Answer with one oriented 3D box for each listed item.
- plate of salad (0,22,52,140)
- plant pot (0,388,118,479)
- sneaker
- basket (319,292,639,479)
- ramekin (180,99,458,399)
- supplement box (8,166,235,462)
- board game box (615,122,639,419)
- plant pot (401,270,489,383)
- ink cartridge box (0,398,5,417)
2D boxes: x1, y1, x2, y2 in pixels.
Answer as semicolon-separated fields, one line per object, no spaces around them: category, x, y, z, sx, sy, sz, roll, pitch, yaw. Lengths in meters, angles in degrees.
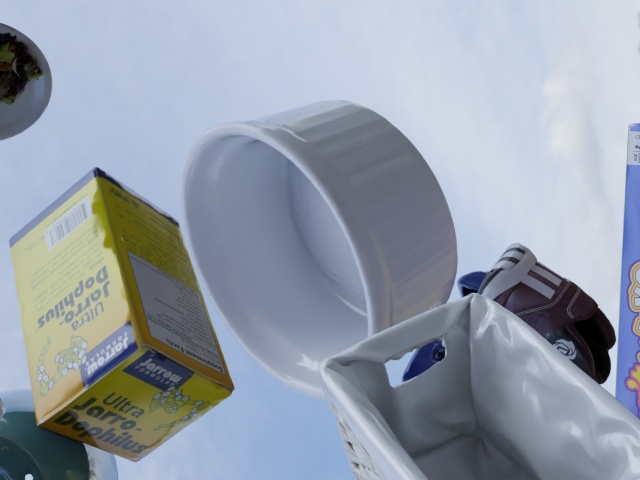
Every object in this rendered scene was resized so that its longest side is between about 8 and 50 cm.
plate of salad;-0.473;-0.212;1.266;0.200;0.200;0.048;42;-164;-42
plant pot;-0.435;0.348;1.240;0.235;0.293;0.293;117;147;-79
sneaker;0.245;0.140;1.062;0.106;0.162;0.281;-48;-22;-32
basket;0.087;0.123;0.478;0.113;0.167;0.103;-22;-57;-17
ramekin;0.000;0.000;0.881;0.135;0.277;0.277;-27;-76;-34
supplement box;-0.298;0.104;1.334;0.194;0.195;0.356;38;-160;-46
board game box;0.332;0.073;0.743;0.233;0.078;0.347;-10;-76;-43
plant pot;0.281;0.187;1.368;0.212;0.236;0.236;-63;-25;-15
ink cartridge box;-0.307;0.157;0.575;0.207;0.097;0.046;-55;-23;-33
